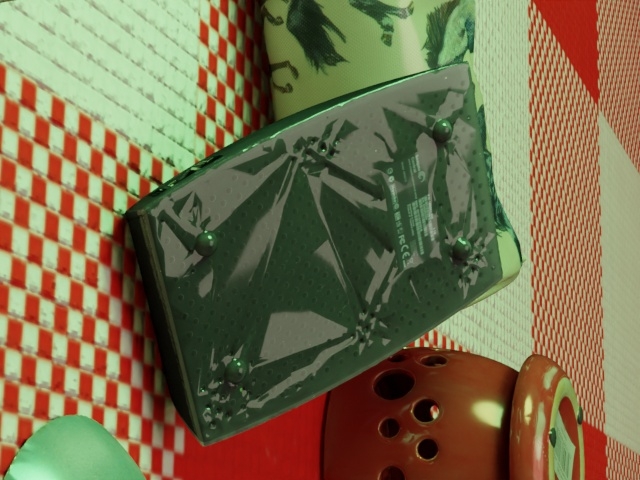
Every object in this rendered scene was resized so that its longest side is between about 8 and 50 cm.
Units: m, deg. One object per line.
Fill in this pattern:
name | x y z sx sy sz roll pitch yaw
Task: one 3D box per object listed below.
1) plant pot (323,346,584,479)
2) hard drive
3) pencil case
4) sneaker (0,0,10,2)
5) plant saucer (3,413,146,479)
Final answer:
plant pot | 0.110 0.178 1.298 0.191 0.174 0.191 -2 90 -69
hard drive | 0.000 0.000 1.019 0.255 0.054 0.172 -27 117 -33
pencil case | 0.045 -0.154 1.177 0.183 0.160 0.410 -19 106 -52
sneaker | -0.171 -0.176 0.651 0.315 0.127 0.182 -47 127 -74
plant saucer | -0.113 0.187 0.857 0.195 0.037 0.195 -4 90 -71
